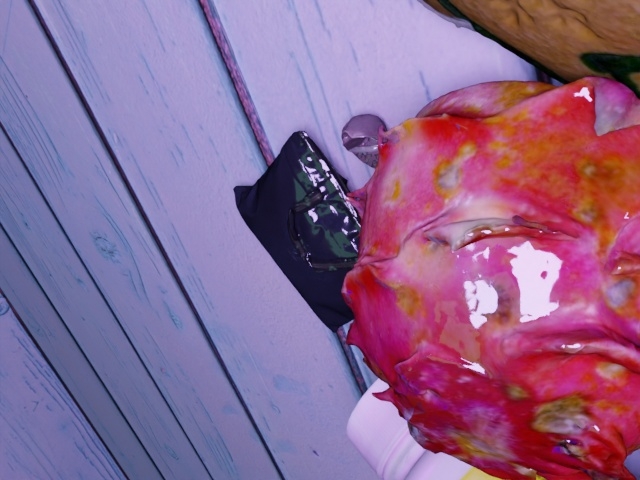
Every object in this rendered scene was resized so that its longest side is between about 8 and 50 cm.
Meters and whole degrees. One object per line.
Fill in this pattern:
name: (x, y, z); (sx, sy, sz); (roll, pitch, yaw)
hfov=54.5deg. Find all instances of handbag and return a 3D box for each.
handbag: (0.000, 0.000, 0.806); (0.254, 0.089, 0.211); (56, 145, -3)

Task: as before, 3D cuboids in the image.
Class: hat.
hat: (0.064, -0.111, 0.688); (0.087, 0.042, 0.058); (19, 162, -15)

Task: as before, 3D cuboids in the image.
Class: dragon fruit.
dragon fruit: (0.163, 0.062, 0.545); (0.371, 0.249, 0.386); (30, 153, 25)

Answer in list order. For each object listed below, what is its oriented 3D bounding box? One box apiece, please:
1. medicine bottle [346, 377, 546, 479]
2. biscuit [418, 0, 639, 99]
medicine bottle: (0.216, 0.304, 0.700); (0.379, 0.214, 0.213); (43, 146, 33)
biscuit: (0.147, -0.179, 0.406); (0.287, 0.057, 0.344); (35, -179, -43)
